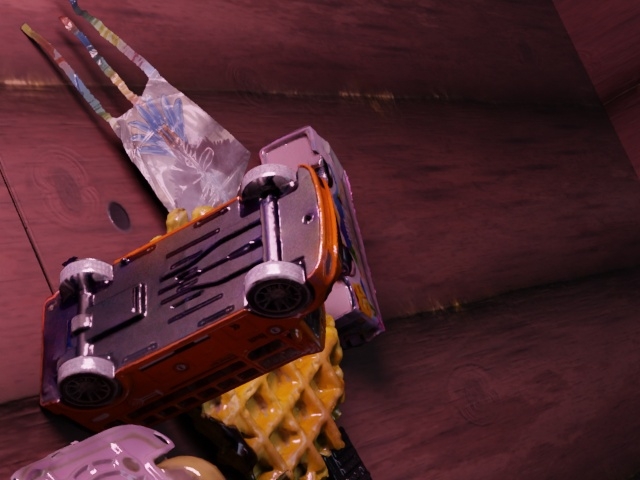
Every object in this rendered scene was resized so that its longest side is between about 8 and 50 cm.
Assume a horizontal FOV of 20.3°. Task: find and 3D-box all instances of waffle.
[{"bbox_3d":[-0.080,0.116,1.922,0.312,0.060,0.307,28,54,-39],"label":"waffle"}]

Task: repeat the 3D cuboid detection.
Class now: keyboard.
[{"bbox_3d":[0.068,0.336,2.072,0.250,0.017,0.087,62,26,0],"label":"keyboard"}]

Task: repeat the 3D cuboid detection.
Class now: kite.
[{"bbox_3d":[-0.205,-0.146,1.995,0.310,0.015,0.169,43,42,-15],"label":"kite"}]

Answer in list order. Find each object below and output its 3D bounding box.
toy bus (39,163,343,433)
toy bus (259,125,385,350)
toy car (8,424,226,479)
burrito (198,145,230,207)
[{"bbox_3d":[-0.106,0.064,1.676,0.153,0.329,0.143,40,32,-40],"label":"toy bus"},{"bbox_3d":[0.001,0.000,2.203,0.112,0.090,0.274,37,34,-52],"label":"toy bus"},{"bbox_3d":[-0.140,0.346,1.517,0.336,0.226,0.242,39,23,15],"label":"toy car"},{"bbox_3d":[-0.108,-0.008,2.050,0.064,0.064,0.203,-3,65,-61],"label":"burrito"}]
